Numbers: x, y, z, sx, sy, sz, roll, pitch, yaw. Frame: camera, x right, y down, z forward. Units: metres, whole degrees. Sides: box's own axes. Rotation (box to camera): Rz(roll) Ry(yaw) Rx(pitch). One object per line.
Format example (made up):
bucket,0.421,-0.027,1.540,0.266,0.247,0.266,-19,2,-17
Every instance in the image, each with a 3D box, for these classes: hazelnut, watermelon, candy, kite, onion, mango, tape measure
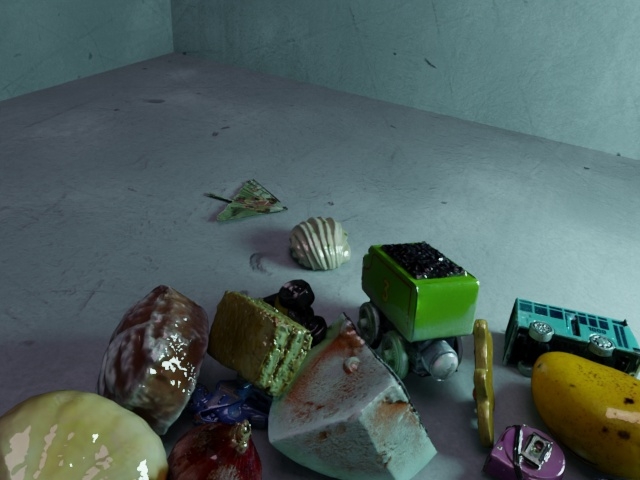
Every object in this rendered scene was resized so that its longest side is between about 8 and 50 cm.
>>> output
hazelnut,-0.350,0.334,0.719,0.261,0.261,0.241,3,10,-3
watermelon,0.043,0.271,0.904,0.289,0.214,0.320,-8,63,-30
candy,-0.309,0.208,0.967,0.214,0.157,0.289,-39,31,14
kite,-0.231,-0.123,1.671,0.267,0.013,0.323,11,31,6
onion,-0.155,0.342,0.805,0.159,0.195,0.159,23,28,-13
mango,0.514,0.318,0.984,0.191,0.160,0.290,-24,38,-24
tape measure,0.359,0.387,0.922,0.118,0.074,0.125,26,40,27

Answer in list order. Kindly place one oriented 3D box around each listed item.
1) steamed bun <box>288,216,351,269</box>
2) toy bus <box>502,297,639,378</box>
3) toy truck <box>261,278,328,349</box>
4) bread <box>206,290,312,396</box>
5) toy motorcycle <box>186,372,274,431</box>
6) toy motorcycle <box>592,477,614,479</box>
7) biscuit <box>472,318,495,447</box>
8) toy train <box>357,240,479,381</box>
steamed bun,0.000,0.000,1.434,0.182,0.106,0.183,5,31,-3
toy bus,0.541,0.224,1.153,0.256,0.128,0.147,12,32,13
toy truck,-0.082,0.198,1.102,0.165,0.147,0.224,-13,32,13
bread,-0.117,0.180,0.953,0.102,0.138,0.196,19,3,-40
toy motorcycle,-0.159,0.308,0.973,0.205,0.076,0.114,2,42,-10
toy motorcycle,0.483,0.472,0.802,0.135,0.092,0.254,-16,29,-14
biscuit,0.313,0.274,1.022,0.035,0.158,0.240,-6,53,24
toy train,0.188,0.136,1.104,0.173,0.249,0.307,-4,20,-16
